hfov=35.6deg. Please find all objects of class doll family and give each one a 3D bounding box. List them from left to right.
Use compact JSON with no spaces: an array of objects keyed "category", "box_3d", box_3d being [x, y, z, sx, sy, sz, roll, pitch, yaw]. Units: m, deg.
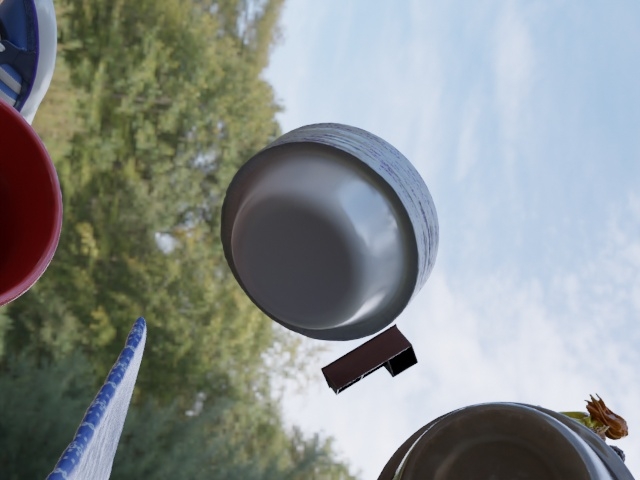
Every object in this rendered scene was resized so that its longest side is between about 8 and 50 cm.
[{"category":"doll family","box_3d":[0.362,0.291,1.485,0.163,0.263,0.118,2,-87,43]}]

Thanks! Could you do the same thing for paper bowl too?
[{"category":"paper bowl","box_3d":[0.000,0.000,1.296,0.148,0.284,0.284,-42,152,-55]}]

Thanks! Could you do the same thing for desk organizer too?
[{"category":"desk organizer","box_3d":[0.072,0.181,1.445,0.050,0.130,0.047,49,-15,48]}]

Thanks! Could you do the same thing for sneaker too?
[{"category":"sneaker","box_3d":[-0.542,-0.249,1.482,0.130,0.236,0.323,56,-46,31]}]

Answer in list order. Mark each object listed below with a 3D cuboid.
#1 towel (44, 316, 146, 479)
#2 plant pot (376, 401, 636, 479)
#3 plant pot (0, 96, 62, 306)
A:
[{"category":"towel","box_3d":[-0.255,0.253,1.013,0.336,0.040,0.243,-77,-174,-66]},{"category":"plant pot","box_3d":[0.152,0.236,0.813,0.229,0.263,0.263,70,14,-61]},{"category":"plant pot","box_3d":[-0.459,-0.019,1.107,0.243,0.275,0.275,-27,-123,48]}]
